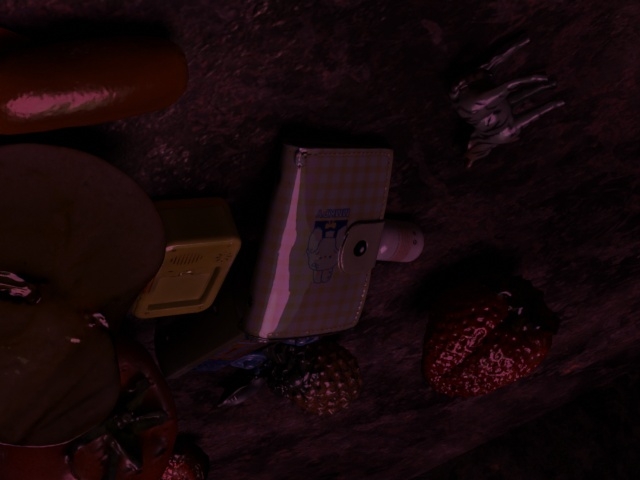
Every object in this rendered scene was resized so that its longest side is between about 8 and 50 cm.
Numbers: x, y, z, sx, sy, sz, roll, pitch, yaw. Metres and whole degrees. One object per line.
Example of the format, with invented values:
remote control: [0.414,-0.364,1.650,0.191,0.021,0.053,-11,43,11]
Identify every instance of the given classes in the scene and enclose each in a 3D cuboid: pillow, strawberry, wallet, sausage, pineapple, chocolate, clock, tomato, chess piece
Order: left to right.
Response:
tomato: [-0.406,0.313,1.606,0.273,0.341,0.341,-20,157,32]
sausage: [-0.258,-0.177,1.075,0.238,0.098,0.098,-13,151,-26]
chocolate: [-0.333,0.520,2.238,0.133,0.124,0.127,25,166,-22]
clock: [-0.214,0.026,1.470,0.143,0.096,0.202,-2,146,-28]
chess piece: [-0.157,0.060,1.639,0.092,0.035,0.035,-12,151,-11]
pillow: [-0.155,0.305,2.048,0.136,0.055,0.091,-36,151,28]
pineapple: [-0.051,0.255,1.935,0.169,0.169,0.340,-31,150,17]
wallet: [0.000,0.000,1.467,0.223,0.077,0.309,0,115,-36]
strawberry: [0.329,0.198,2.002,0.288,0.250,0.238,-56,180,16]

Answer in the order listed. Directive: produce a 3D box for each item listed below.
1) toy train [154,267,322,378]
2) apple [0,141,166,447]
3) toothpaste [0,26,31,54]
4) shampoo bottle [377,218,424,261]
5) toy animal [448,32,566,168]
toy train: [-0.137,0.142,1.665,0.202,0.131,0.300,7,152,-37]
apple: [-0.372,0.052,1.150,0.365,0.328,0.295,18,131,-39]
toothpaste: [-0.394,-0.165,1.074,0.190,0.031,0.048,-39,150,24]
shampoo bottle: [0.090,-0.003,1.658,0.192,0.074,0.074,5,142,-39]
toy animal: [0.277,-0.195,1.441,0.170,0.089,0.255,-19,150,3]
